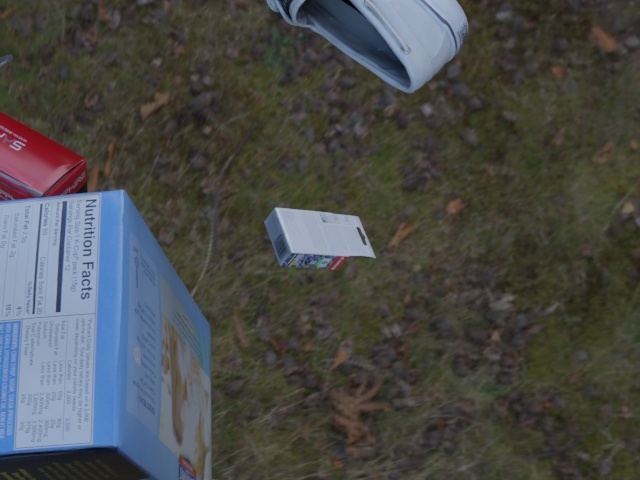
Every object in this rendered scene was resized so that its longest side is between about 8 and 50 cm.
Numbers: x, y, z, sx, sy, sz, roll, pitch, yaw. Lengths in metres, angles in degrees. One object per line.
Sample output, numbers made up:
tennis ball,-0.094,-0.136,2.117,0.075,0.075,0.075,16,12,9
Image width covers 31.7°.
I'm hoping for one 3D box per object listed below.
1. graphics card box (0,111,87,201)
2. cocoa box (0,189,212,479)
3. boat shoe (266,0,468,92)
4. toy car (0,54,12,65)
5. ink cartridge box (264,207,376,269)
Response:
graphics card box,-0.404,-0.008,1.416,0.233,0.371,0.094,28,51,14
cocoa box,-0.241,0.133,1.039,0.228,0.347,0.231,-6,66,5
boat shoe,-0.005,-0.221,0.959,0.267,0.096,0.088,38,66,3
toy car,-0.294,-0.085,0.713,0.149,0.188,0.155,68,25,-13
ink cartridge box,0.000,0.000,1.237,0.115,0.029,0.063,5,50,-36
